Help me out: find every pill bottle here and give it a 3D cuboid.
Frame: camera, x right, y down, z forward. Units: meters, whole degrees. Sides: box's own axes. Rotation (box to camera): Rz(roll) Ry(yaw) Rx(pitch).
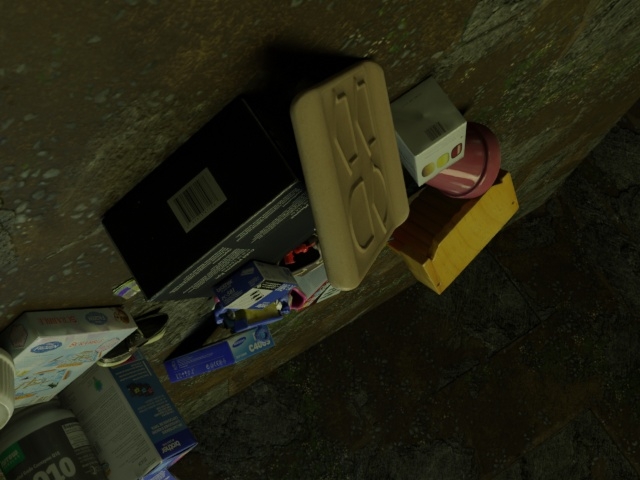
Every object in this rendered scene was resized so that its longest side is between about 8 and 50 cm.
[{"bbox_3d":[-0.654,0.539,1.861,0.204,0.361,0.204,-32,165,-9],"label":"pill bottle"}]

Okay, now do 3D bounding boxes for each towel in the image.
[{"bbox_3d":[-0.417,0.105,1.687,0.060,0.009,0.083,-32,165,-3],"label":"towel"}]

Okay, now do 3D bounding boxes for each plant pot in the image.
[{"bbox_3d":[0.325,-0.209,1.964,0.180,0.201,0.201,0,146,-39],"label":"plant pot"}]

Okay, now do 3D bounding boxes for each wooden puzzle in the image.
[{"bbox_3d":[0.045,-0.122,1.312,0.081,0.322,0.348,-5,-161,25],"label":"wooden puzzle"}]

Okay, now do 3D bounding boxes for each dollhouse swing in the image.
[{"bbox_3d":[0.334,-0.085,2.219,0.347,0.305,0.315,-46,148,-4],"label":"dollhouse swing"}]

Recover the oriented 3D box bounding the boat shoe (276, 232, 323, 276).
[{"bbox_3d":[0.000,0.000,2.050,0.097,0.116,0.324,-22,167,-49],"label":"boat shoe"}]

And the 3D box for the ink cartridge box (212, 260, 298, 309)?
[{"bbox_3d":[-0.122,0.090,1.501,0.097,0.046,0.207,-35,167,9],"label":"ink cartridge box"}]

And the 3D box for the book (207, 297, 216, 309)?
[{"bbox_3d":[-0.238,0.140,2.146,0.144,0.035,0.096,-14,150,-52],"label":"book"}]

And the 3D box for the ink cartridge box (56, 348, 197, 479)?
[{"bbox_3d":[-0.501,0.493,1.974,0.270,0.395,0.151,-41,164,27],"label":"ink cartridge box"}]

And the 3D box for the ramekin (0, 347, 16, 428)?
[{"bbox_3d":[-0.665,0.290,1.416,0.207,0.109,0.207,-17,144,-13],"label":"ramekin"}]

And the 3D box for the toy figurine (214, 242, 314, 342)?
[{"bbox_3d":[-0.167,0.143,1.827,0.363,0.217,0.191,-12,180,-40],"label":"toy figurine"}]

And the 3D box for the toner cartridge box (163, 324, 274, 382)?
[{"bbox_3d":[-0.315,0.346,2.353,0.348,0.075,0.165,-24,177,43],"label":"toner cartridge box"}]

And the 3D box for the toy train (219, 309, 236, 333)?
[{"bbox_3d":[-0.220,0.212,2.325,0.184,0.080,0.105,-18,150,-38],"label":"toy train"}]

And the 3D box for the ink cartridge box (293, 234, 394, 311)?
[{"bbox_3d":[0.060,0.046,2.286,0.272,0.130,0.309,-20,160,-46],"label":"ink cartridge box"}]

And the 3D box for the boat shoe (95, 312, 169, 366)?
[{"bbox_3d":[-0.459,0.230,1.873,0.223,0.080,0.073,-27,157,-51],"label":"boat shoe"}]

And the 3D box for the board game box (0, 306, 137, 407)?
[{"bbox_3d":[-0.608,0.260,1.656,0.318,0.066,0.319,-38,164,16],"label":"board game box"}]

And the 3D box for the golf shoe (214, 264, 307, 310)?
[{"bbox_3d":[-0.153,0.142,2.080,0.306,0.140,0.115,-9,132,-53],"label":"golf shoe"}]

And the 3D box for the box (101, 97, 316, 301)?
[{"bbox_3d":[-0.153,-0.057,1.402,0.343,0.179,0.312,-38,165,15],"label":"box"}]

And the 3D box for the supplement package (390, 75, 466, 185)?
[{"bbox_3d":[0.237,-0.240,1.746,0.139,0.134,0.244,-34,165,2],"label":"supplement package"}]
